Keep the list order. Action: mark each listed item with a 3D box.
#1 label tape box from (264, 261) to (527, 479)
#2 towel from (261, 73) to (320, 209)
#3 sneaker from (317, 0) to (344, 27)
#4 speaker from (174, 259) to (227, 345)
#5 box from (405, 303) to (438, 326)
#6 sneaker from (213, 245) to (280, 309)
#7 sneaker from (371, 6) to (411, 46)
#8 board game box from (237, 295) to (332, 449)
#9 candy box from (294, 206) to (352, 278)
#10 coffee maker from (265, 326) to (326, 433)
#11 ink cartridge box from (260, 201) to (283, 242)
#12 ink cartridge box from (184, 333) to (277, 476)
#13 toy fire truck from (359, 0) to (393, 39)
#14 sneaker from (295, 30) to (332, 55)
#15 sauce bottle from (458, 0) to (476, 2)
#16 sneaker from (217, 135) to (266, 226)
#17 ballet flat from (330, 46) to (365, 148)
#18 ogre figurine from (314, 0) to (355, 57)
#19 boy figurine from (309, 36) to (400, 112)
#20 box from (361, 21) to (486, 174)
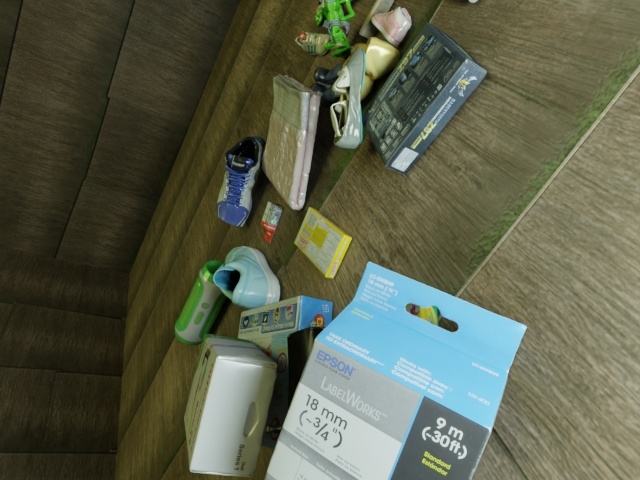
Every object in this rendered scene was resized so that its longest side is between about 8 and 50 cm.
[{"bbox_3d":[0.092,0.223,0.577,0.241,0.106,0.333,22,96,25],"label":"label tape box"},{"bbox_3d":[-0.097,-0.290,1.227,0.331,0.054,0.316,-126,41,-56],"label":"towel"},{"bbox_3d":[0.060,-0.749,1.231,0.235,0.094,0.152,136,131,-55],"label":"sneaker"},{"bbox_3d":[-0.397,0.215,1.472,0.296,0.131,0.131,-60,33,21],"label":"speaker"},{"bbox_3d":[0.141,0.171,0.694,0.105,0.043,0.179,-29,54,50],"label":"box"},{"bbox_3d":[-0.243,0.089,1.257,0.366,0.150,0.135,28,99,59],"label":"sneaker"},{"bbox_3d":[0.166,-0.503,0.982,0.070,0.051,0.134,-50,41,31],"label":"sneaker"},{"bbox_3d":[-0.102,0.300,0.983,0.308,0.086,0.301,-23,56,53],"label":"board game box"},{"bbox_3d":[0.000,0.000,1.024,0.206,0.027,0.105,44,115,57],"label":"candy box"},{"bbox_3d":[-0.008,0.249,0.773,0.120,0.171,0.178,-17,60,24],"label":"coffee maker"},{"bbox_3d":[-0.155,-0.056,1.304,0.063,0.029,0.115,30,101,59],"label":"ink cartridge box"},{"bbox_3d":[-0.193,0.314,0.872,0.278,0.117,0.201,170,114,-70],"label":"ink cartridge box"},{"bbox_3d":[0.108,-0.634,1.006,0.159,0.217,0.246,-6,86,63],"label":"toy fire truck"},{"bbox_3d":[-0.025,-0.610,1.321,0.161,0.076,0.057,36,107,59],"label":"sneaker"},{"bbox_3d":[0.262,-0.483,0.822,0.042,0.042,0.128,-57,32,25],"label":"sauce bottle"},{"bbox_3d":[-0.274,-0.210,1.413,0.182,0.128,0.315,-44,-27,-87],"label":"sneaker"},{"bbox_3d":[0.056,-0.303,0.911,0.072,0.068,0.213,-153,63,-74],"label":"ballet flat"},{"bbox_3d":[0.041,-0.541,1.089,0.097,0.197,0.118,-4,100,29],"label":"ogre figurine"},{"bbox_3d":[0.077,-0.398,1.037,0.285,0.092,0.177,9,80,63],"label":"boy figurine"},{"bbox_3d":[0.183,-0.272,0.828,0.232,0.059,0.183,-53,36,32],"label":"box"}]
